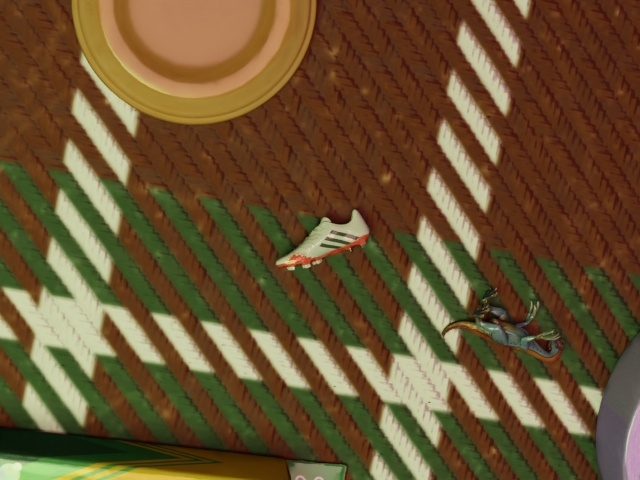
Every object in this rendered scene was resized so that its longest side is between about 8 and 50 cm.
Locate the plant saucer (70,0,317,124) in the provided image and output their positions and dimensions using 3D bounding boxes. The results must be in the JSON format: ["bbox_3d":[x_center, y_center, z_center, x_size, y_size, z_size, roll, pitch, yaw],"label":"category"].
[{"bbox_3d":[-0.101,-0.192,1.171,0.200,0.037,0.199,-1,99,-4],"label":"plant saucer"}]

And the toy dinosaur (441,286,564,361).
[{"bbox_3d":[0.166,0.079,1.244,0.090,0.047,0.082,-29,112,33],"label":"toy dinosaur"}]

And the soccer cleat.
[{"bbox_3d":[0.000,0.000,1.214,0.083,0.029,0.035,-19,91,-5],"label":"soccer cleat"}]

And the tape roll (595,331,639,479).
[{"bbox_3d":[0.379,0.176,1.241,0.275,0.090,0.274,-1,99,-4],"label":"tape roll"}]

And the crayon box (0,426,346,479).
[{"bbox_3d":[-0.146,0.276,1.214,0.323,0.083,0.203,7,98,-6],"label":"crayon box"}]
